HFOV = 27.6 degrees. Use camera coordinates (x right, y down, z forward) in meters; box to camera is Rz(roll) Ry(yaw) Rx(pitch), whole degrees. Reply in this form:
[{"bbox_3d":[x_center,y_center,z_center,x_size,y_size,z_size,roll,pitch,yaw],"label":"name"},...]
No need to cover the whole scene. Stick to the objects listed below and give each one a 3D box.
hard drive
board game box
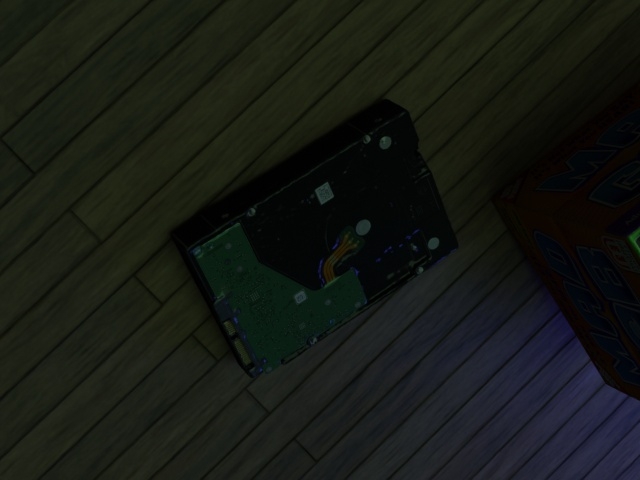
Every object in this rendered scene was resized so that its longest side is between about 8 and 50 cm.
[{"bbox_3d":[0.000,0.000,1.687,0.339,0.064,0.237,-34,124,-13],"label":"hard drive"},{"bbox_3d":[0.527,-0.001,1.758,0.356,0.356,0.356,-38,108,-10],"label":"board game box"}]
